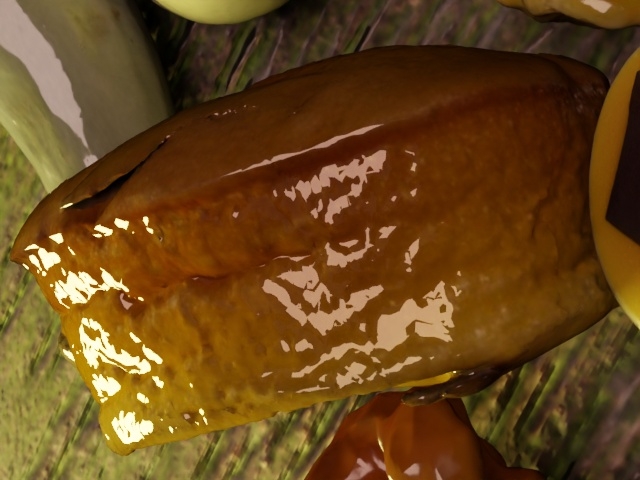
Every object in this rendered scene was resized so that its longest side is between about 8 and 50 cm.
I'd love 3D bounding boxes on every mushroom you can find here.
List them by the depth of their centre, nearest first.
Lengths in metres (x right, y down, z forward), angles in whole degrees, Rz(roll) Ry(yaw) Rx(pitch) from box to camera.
[{"bbox_3d":[-0.130,-0.062,0.716,0.118,0.103,0.270,-29,79,28],"label":"mushroom"}]

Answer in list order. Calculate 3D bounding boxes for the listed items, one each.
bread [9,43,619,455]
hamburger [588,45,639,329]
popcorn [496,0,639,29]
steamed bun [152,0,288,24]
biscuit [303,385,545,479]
[{"bbox_3d":[0.000,0.000,0.578,0.270,0.195,0.142,-19,88,32],"label":"bread"},{"bbox_3d":[0.152,-0.025,0.453,0.126,0.081,0.141,-160,69,-63],"label":"hamburger"},{"bbox_3d":[0.134,-0.152,0.531,0.194,0.140,0.163,33,111,26],"label":"popcorn"},{"bbox_3d":[-0.083,-0.234,0.637,0.155,0.200,0.250,-37,68,-6],"label":"steamed bun"},{"bbox_3d":[0.078,0.253,0.570,0.312,0.110,0.318,32,105,27],"label":"biscuit"}]
